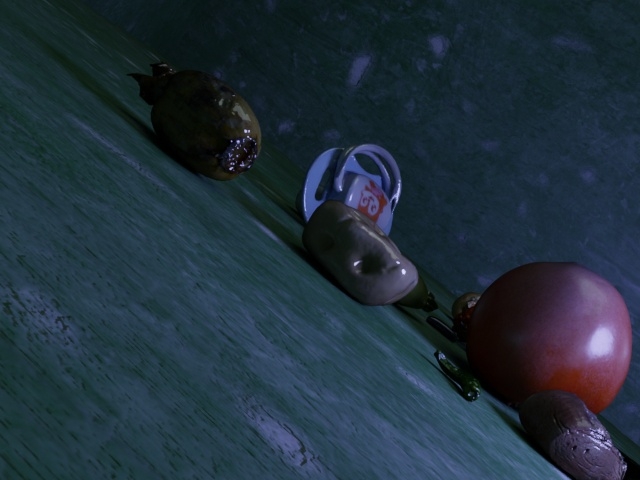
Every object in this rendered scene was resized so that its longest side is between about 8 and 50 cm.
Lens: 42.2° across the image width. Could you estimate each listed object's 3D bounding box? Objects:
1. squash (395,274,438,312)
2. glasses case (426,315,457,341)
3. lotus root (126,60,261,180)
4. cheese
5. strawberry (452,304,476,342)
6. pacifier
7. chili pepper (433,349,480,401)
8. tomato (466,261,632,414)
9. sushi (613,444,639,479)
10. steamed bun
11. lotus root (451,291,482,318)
[{"bbox_3d":[0.139,0.073,1.699,0.341,0.094,0.094,30,10,-44],"label":"squash"},{"bbox_3d":[0.279,0.198,1.898,0.083,0.023,0.033,39,8,-1],"label":"glasses case"},{"bbox_3d":[-0.208,-0.208,1.392,0.278,0.154,0.154,38,5,26],"label":"lotus root"},{"bbox_3d":[0.074,0.031,1.444,0.235,0.117,0.218,38,7,-24],"label":"cheese"},{"bbox_3d":[0.422,0.206,2.015,0.175,0.106,0.236,4,-10,30],"label":"strawberry"},{"bbox_3d":[0.038,-0.097,1.922,0.233,0.244,0.299,1,-26,44],"label":"pacifier"},{"bbox_3d":[0.228,0.221,1.342,0.055,0.035,0.118,56,-2,-37],"label":"chili pepper"},{"bbox_3d":[0.453,0.187,1.630,0.321,0.321,0.321,38,6,-4],"label":"tomato"},{"bbox_3d":[0.683,0.518,1.811,0.192,0.050,0.215,41,0,-12],"label":"sushi"},{"bbox_3d":[0.430,0.332,1.392,0.175,0.106,0.145,39,5,-24],"label":"steamed bun"},{"bbox_3d":[0.446,0.207,2.409,0.118,0.125,0.221,68,9,15],"label":"lotus root"}]
